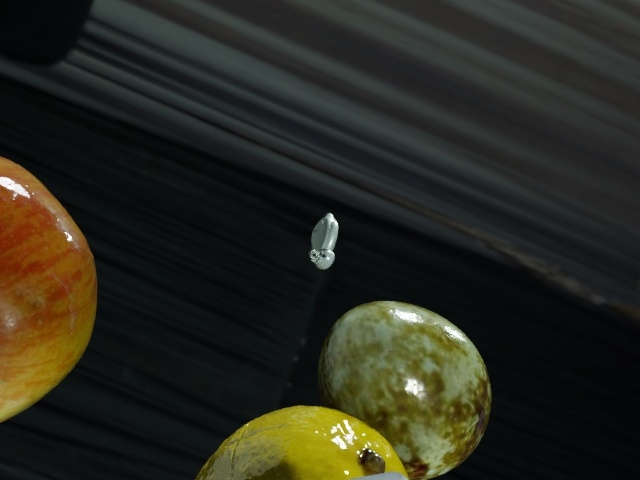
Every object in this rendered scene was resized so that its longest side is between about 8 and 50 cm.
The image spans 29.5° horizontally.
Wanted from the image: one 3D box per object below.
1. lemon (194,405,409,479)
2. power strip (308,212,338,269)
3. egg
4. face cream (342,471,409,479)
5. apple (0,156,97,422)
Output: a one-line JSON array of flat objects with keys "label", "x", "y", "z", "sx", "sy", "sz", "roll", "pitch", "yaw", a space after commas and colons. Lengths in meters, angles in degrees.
[{"label": "lemon", "x": -0.027, "y": 0.355, "z": 1.548, "sx": 0.297, "sy": 0.297, "sz": 0.297, "roll": -157, "pitch": -90, "yaw": -88}, {"label": "power strip", "x": 0.000, "y": 0.000, "z": 1.595, "sx": 0.055, "sy": 0.035, "sz": 0.083, "roll": -45, "pitch": -148, "yaw": 40}, {"label": "egg", "x": 0.111, "y": 0.207, "z": 1.706, "sx": 0.238, "sy": 0.289, "sz": 0.238, "roll": -23, "pitch": -136, "yaw": 24}, {"label": "face cream", "x": -0.029, "y": 0.290, "z": 1.163, "sx": 0.101, "sy": 0.251, "sz": 0.101, "roll": 174, "pitch": -90, "yaw": -69}, {"label": "apple", "x": -0.370, "y": 0.045, "z": 1.245, "sx": 0.301, "sy": 0.301, "sz": 0.301, "roll": -157, "pitch": -90, "yaw": -88}]
